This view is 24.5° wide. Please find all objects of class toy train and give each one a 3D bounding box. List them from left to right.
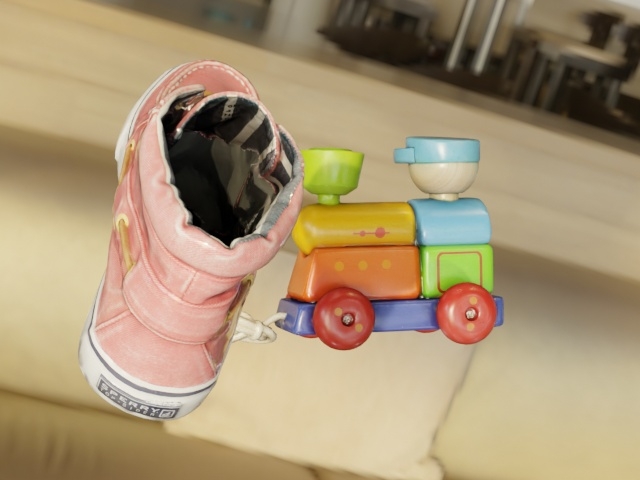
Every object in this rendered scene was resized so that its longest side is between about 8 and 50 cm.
[{"bbox_3d":[0.000,0.000,1.010,0.248,0.143,0.105,-1,2,-15],"label":"toy train"}]

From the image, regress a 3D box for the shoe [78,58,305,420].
[{"bbox_3d":[-0.036,-0.026,0.507,0.063,0.081,0.178,22,38,-11],"label":"shoe"}]
